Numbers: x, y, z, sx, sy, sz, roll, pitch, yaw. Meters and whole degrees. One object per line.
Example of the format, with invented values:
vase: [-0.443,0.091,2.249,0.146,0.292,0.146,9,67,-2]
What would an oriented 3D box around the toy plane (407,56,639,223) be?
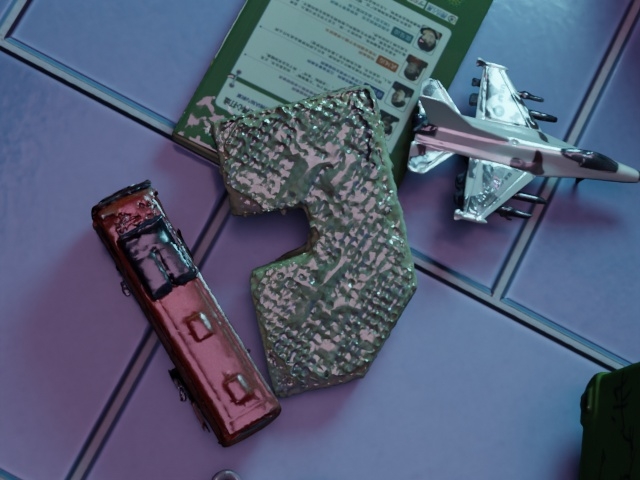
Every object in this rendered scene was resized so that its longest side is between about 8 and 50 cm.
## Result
toy plane: [0.175,-0.078,1.127,0.234,0.082,0.160,18,68,-18]

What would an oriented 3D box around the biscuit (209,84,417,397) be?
biscuit: [0.000,0.000,1.078,0.147,0.046,0.250,-12,91,-1]

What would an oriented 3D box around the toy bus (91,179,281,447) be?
toy bus: [-0.113,0.058,1.053,0.073,0.096,0.235,-29,84,-14]

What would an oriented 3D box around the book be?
book: [0.016,-0.159,1.146,0.202,0.027,0.264,27,76,-1]

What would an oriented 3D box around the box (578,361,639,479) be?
box: [0.296,0.243,0.971,0.177,0.253,0.329,7,76,-7]

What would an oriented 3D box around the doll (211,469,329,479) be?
doll: [0.040,0.321,1.015,0.365,0.094,0.160,45,74,4]
